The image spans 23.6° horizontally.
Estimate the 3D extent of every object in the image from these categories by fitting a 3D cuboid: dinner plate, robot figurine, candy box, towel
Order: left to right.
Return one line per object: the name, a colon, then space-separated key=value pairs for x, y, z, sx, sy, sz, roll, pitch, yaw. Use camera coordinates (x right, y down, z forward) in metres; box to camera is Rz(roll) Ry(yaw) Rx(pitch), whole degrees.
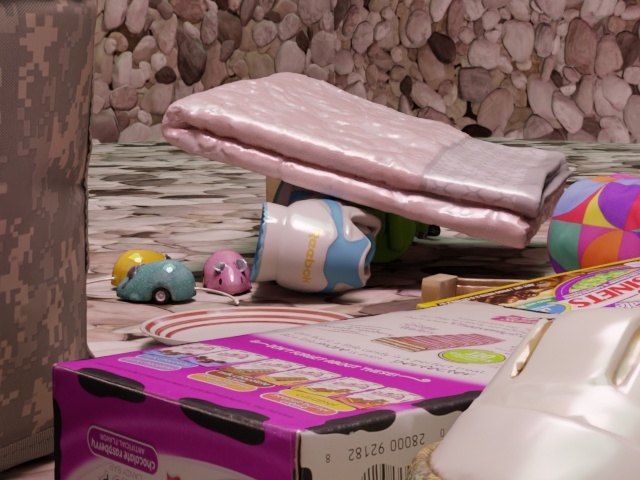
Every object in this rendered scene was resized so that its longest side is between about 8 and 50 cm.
dinner plate: x=-0.045 y=0.060 z=0.987 sx=0.141 sy=0.017 sz=0.141 roll=0 pitch=7 yaw=0
robot figurine: x=0.050 y=-0.016 z=1.385 sx=0.101 sy=0.067 sz=0.115 roll=-5 pitch=7 yaw=-3
towel: x=0.056 y=-0.082 z=1.347 sx=0.317 sy=0.053 sz=0.332 roll=17 pitch=12 yaw=11
candy box: x=0.032 y=0.078 z=0.619 sx=0.233 sy=0.071 sz=0.159 roll=-7 pitch=9 yaw=-39
candy box: x=0.174 y=0.043 z=0.953 sx=0.206 sy=0.027 sz=0.105 roll=-11 pitch=18 yaw=-22

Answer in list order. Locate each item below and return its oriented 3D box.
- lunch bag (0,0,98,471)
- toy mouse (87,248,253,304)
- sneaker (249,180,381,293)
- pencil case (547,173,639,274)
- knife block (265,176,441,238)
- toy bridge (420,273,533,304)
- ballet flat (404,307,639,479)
lunch bag: x=-0.217 y=-0.008 z=0.656 sx=0.169 sy=0.235 sz=0.287 roll=10 pitch=12 yaw=40
toy mouse: x=-0.103 y=0.026 z=1.200 sx=0.161 sy=0.031 sz=0.143 roll=-5 pitch=8 yaw=-33
sneaker: x=0.000 y=0.000 z=1.250 sx=0.092 sy=0.087 sz=0.228 roll=11 pitch=12 yaw=2
pencil case: x=0.271 y=0.005 z=1.094 sx=0.104 sy=0.104 sz=0.236 roll=-5 pitch=8 yaw=-35
knife block: x=0.009 y=-0.052 z=1.597 sx=0.276 sy=0.088 sz=0.242 roll=4 pitch=8 yaw=30
toy bridge: x=0.167 y=0.043 z=1.070 sx=0.188 sy=0.026 sz=0.063 roll=5 pitch=8 yaw=29
ballet flat: x=0.119 y=0.070 z=0.508 sx=0.123 sy=0.123 sz=0.349 roll=7 pitch=10 yaw=45
